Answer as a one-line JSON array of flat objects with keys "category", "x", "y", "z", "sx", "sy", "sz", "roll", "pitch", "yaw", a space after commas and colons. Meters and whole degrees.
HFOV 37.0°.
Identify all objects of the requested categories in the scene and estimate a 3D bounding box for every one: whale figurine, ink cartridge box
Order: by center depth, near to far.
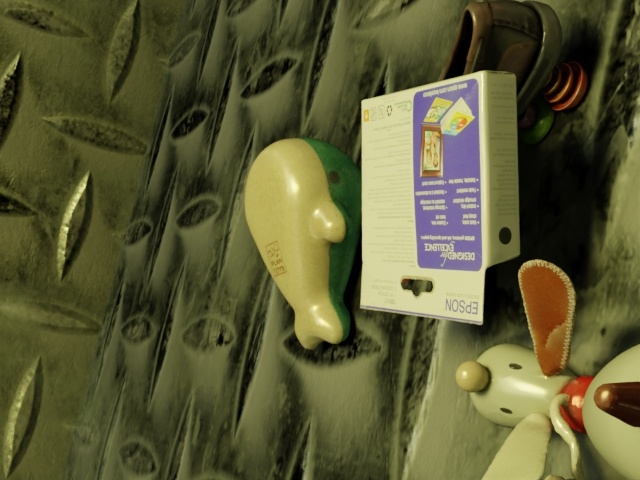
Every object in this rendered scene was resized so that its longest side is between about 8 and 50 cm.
[{"category": "ink cartridge box", "x": 0.100, "y": -0.035, "z": 0.862, "sx": 0.206, "sy": 0.045, "sz": 0.208, "roll": 2, "pitch": 91, "yaw": 63}, {"category": "whale figurine", "x": 0.000, "y": 0.000, "z": 1.242, "sx": 0.216, "sy": 0.141, "sz": 0.272, "roll": -27, "pitch": 75, "yaw": 60}]

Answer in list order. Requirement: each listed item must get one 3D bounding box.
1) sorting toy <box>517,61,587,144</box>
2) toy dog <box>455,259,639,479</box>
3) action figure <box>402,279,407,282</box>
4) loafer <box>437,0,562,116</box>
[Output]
[{"category": "sorting toy", "x": 0.212, "y": -0.142, "z": 0.931, "sx": 0.102, "sy": 0.042, "sz": 0.061, "roll": -47, "pitch": 34, "yaw": 46}, {"category": "toy dog", "x": 0.184, "y": 0.117, "z": 0.669, "sx": 0.333, "sy": 0.161, "sz": 0.220, "roll": -38, "pitch": 41, "yaw": 53}, {"category": "action figure", "x": 0.117, "y": 0.000, "z": 1.071, "sx": 0.115, "sy": 0.030, "sz": 0.038, "roll": -65, "pitch": 29, "yaw": 23}, {"category": "loafer", "x": 0.123, "y": -0.113, "z": 0.955, "sx": 0.302, "sy": 0.095, "sz": 0.109, "roll": -62, "pitch": 35, "yaw": 37}]
